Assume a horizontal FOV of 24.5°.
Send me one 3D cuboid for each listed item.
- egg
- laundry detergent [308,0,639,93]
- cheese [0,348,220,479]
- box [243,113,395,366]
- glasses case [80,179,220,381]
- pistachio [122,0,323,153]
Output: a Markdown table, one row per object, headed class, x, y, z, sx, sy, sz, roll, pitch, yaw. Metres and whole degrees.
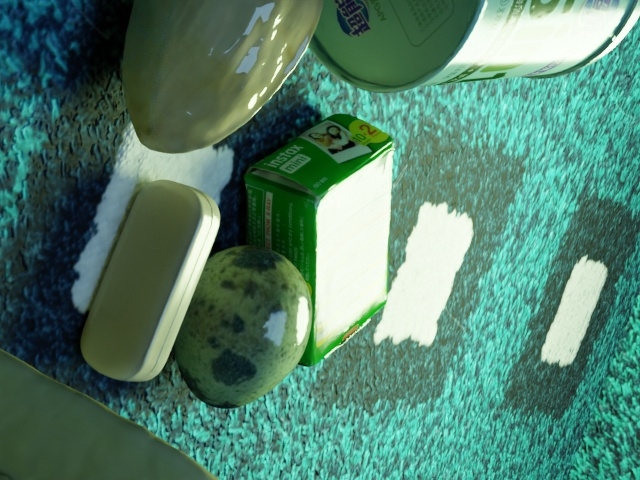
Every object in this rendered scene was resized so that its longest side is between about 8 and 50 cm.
| class | x | y | z | sx | sy | sz | roll | pitch | yaw |
| --- | --- | --- | --- | --- | --- | --- | --- | --- | --- |
| egg | -0.083 | 0.093 | 1.527 | 0.141 | 0.141 | 0.182 | -11 | 127 | -58 |
| laundry detergent | 0.162 | -0.298 | 1.460 | 0.305 | 0.287 | 0.287 | -10 | 119 | -41 |
| cheese | -0.284 | 0.143 | 1.106 | 0.104 | 0.384 | 0.384 | -62 | 152 | -23 |
| box | 0.000 | 0.000 | 1.651 | 0.180 | 0.103 | 0.250 | -36 | 137 | -45 |
| glasses case | -0.163 | 0.039 | 1.410 | 0.050 | 0.083 | 0.196 | 21 | 92 | -62 |
| pistachio | -0.094 | -0.181 | 1.299 | 0.229 | 0.157 | 0.157 | -61 | 152 | 1 |
